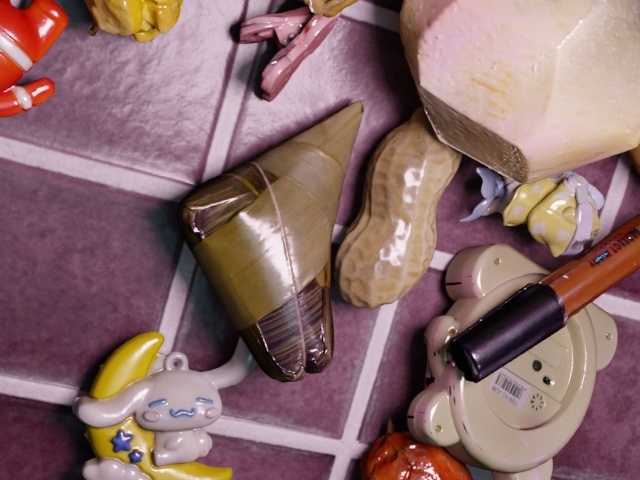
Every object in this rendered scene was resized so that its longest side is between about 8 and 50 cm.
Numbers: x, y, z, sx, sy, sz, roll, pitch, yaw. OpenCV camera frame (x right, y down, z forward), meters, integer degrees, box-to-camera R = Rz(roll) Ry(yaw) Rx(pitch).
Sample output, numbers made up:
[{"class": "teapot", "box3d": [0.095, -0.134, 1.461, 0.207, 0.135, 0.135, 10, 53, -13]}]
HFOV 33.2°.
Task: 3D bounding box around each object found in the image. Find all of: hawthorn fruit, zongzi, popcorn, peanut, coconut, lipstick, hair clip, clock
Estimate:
[{"class": "hawthorn fruit", "box3d": [0.136, 0.370, 1.566, 0.179, 0.173, 0.173, 34, 90, 3]}, {"class": "zongzi", "box3d": [0.000, 0.000, 1.435, 0.317, 0.154, 0.289, -32, 97, -13]}, {"class": "popcorn", "box3d": [-0.236, -0.321, 1.317, 0.152, 0.167, 0.148, -28, 139, 12]}, {"class": "peanut", "box3d": [0.114, -0.044, 1.493, 0.136, 0.120, 0.298, 16, 96, -43]}, {"class": "coconut", "box3d": [0.287, -0.243, 1.387, 0.352, 0.352, 0.352, -3, 102, -16]}, {"class": "lipstick", "box3d": [0.348, 0.067, 1.494, 0.418, 0.077, 0.077, -30, 109, -25]}, {"class": "hair clip", "box3d": [-0.030, -0.250, 1.414, 0.138, 0.123, 0.102, -16, 85, -9]}, {"class": "clock", "box3d": [0.274, 0.188, 1.553, 0.284, 0.114, 0.309, 33, 72, -21]}]

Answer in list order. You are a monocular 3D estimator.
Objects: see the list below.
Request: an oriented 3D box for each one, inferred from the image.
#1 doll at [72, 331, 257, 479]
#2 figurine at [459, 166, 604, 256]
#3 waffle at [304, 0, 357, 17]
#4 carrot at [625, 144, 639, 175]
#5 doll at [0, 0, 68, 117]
[{"class": "doll", "box3d": [-0.207, 0.237, 1.451, 0.252, 0.111, 0.237, 3, 89, -14]}, {"class": "figurine", "box3d": [0.306, -0.056, 1.518, 0.208, 0.184, 0.128, -2, 130, -16]}, {"class": "waffle", "box3d": [0.024, -0.483, 1.283, 0.114, 0.261, 0.376, -33, 101, -54]}, {"class": "carrot", "box3d": [0.601, -0.126, 1.569, 0.341, 0.224, 0.224, 35, 89, -19]}, {"class": "doll", "box3d": [-0.454, -0.181, 1.305, 0.200, 0.105, 0.336, 39, 80, -21]}]
